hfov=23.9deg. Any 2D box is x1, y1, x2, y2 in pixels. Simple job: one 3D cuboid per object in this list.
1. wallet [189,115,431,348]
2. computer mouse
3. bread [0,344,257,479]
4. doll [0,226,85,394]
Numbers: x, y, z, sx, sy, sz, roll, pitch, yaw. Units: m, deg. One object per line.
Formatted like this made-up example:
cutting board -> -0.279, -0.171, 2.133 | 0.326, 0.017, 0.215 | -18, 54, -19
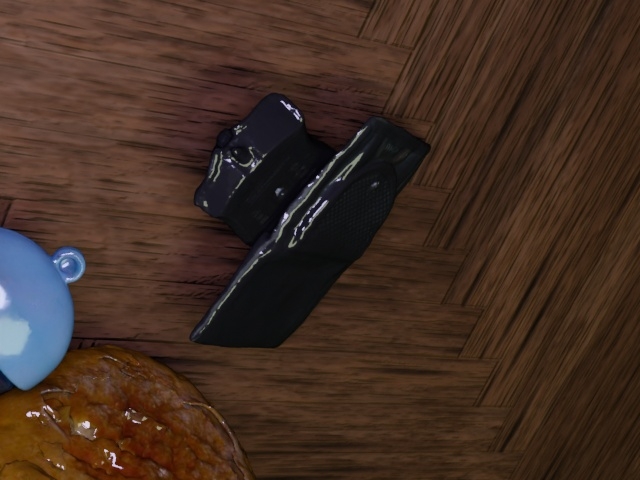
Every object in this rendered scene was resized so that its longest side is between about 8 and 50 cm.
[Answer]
wallet -> 0.000, 0.000, 1.733 | 0.323, 0.041, 0.247 | -49, 159, 10
computer mouse -> -0.066, -0.076, 1.619 | 0.147, 0.088, 0.264 | -50, 163, -2
bread -> -0.226, 0.289, 1.630 | 0.204, 0.337, 0.358 | -51, 159, 28
doll -> -0.373, 0.093, 1.511 | 0.314, 0.141, 0.177 | -28, 107, 2
